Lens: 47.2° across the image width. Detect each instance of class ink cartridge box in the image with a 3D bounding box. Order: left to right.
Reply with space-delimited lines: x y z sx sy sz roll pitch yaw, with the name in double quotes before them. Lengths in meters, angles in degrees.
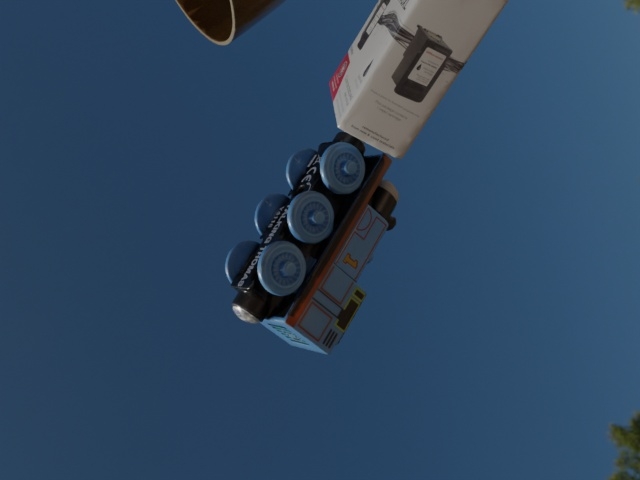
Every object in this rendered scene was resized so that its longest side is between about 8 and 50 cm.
"ink cartridge box" 0.073 -0.158 0.584 0.063 0.150 0.109 25 -154 -17

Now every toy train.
"toy train" 0.000 0.000 0.608 0.105 0.080 0.184 41 -111 -28

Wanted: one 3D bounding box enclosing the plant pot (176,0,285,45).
"plant pot" -0.071 -0.412 0.928 0.254 0.237 0.237 -33 -76 -18
